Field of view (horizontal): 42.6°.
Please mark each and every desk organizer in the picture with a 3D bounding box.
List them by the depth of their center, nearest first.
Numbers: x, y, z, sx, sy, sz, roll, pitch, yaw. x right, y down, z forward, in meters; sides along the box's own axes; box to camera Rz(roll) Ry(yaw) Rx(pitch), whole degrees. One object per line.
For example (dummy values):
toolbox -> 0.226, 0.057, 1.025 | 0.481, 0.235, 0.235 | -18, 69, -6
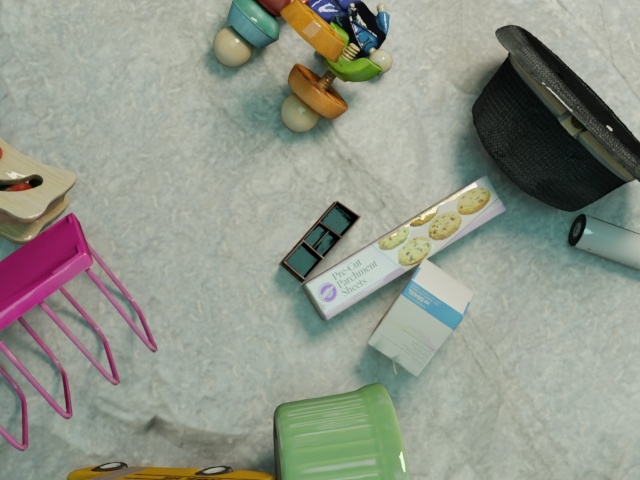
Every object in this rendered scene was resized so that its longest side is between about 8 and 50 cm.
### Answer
desk organizer -> 0.000, 0.000, 1.221 | 0.047, 0.050, 0.130 | 42, 81, -2

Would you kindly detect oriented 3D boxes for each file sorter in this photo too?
file sorter -> -0.384, 0.140, 1.072 | 0.290, 0.202, 0.182 | -36, 115, -8

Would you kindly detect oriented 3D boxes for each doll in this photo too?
doll -> 0.042, -0.330, 1.257 | 0.129, 0.046, 0.189 | -40, 89, 1

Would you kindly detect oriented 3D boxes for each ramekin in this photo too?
ramekin -> 0.022, 0.344, 1.068 | 0.148, 0.303, 0.303 | -4, 86, -6

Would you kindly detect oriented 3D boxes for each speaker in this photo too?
speaker -> 0.461, 0.005, 1.278 | 0.136, 0.055, 0.055 | 19, 83, -5

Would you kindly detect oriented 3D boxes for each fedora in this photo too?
fedora -> 0.340, -0.156, 1.208 | 0.334, 0.334, 0.152 | 45, 115, -2

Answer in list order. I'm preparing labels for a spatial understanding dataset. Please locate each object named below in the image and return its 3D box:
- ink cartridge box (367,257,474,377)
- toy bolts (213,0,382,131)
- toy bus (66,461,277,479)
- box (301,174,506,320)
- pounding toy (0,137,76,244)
ink cartridge box -> 0.140, 0.117, 1.182 | 0.090, 0.092, 0.143 | 35, 116, 5
toy bolts -> -0.061, -0.271, 1.173 | 0.158, 0.218, 0.228 | -46, 76, 16
toy bus -> -0.208, 0.355, 1.052 | 0.332, 0.130, 0.108 | -6, 87, 27
box -> 0.125, 0.011, 1.230 | 0.324, 0.063, 0.067 | -30, 89, -9
pounding toy -> -0.491, -0.088, 1.156 | 0.269, 0.155, 0.154 | 21, 54, -14
